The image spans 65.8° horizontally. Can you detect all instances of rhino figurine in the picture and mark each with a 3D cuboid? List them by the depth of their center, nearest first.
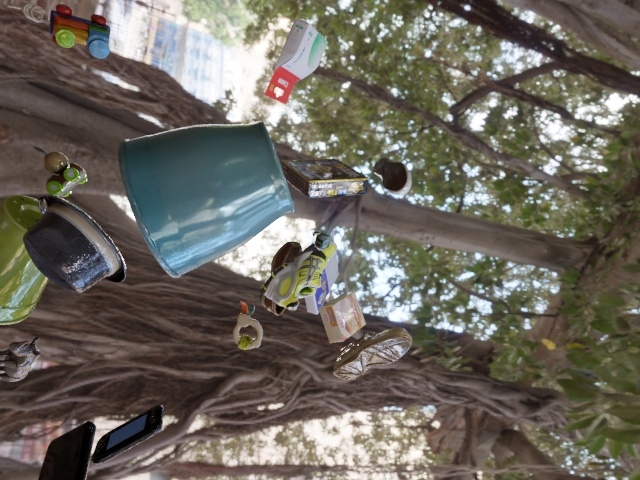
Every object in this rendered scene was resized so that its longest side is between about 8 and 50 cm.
[{"bbox_3d":[-0.842,0.326,1.370,0.243,0.106,0.073,-41,-127,34],"label":"rhino figurine"}]

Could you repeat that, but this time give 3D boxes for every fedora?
[{"bbox_3d":[-0.732,0.035,1.437,0.152,0.334,0.334,-53,-173,-36],"label":"fedora"}]

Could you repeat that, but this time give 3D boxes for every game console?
[{"bbox_3d":[-0.576,0.539,1.309,0.043,0.362,0.213,62,-1,-30],"label":"game console"}]

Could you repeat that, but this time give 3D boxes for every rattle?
[{"bbox_3d":[-0.302,0.353,2.092,0.143,0.130,0.199,10,67,-75],"label":"rattle"}]

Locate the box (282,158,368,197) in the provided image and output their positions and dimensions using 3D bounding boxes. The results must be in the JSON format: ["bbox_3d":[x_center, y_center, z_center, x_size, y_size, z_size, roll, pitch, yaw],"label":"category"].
[{"bbox_3d":[0.011,-0.262,2.038,0.322,0.257,0.079,-135,-135,-58],"label":"box"}]

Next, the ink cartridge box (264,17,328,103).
[{"bbox_3d":[-0.068,-0.508,1.446,0.224,0.056,0.181,-67,167,12],"label":"ink cartridge box"}]

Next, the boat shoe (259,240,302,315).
[{"bbox_3d":[-0.138,0.159,1.991,0.120,0.123,0.323,45,-56,41],"label":"boat shoe"}]

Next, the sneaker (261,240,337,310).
[{"bbox_3d":[-0.051,0.127,1.837,0.147,0.385,0.145,42,-40,10],"label":"sneaker"}]

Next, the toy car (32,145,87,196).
[{"bbox_3d":[-0.979,-0.266,1.817,0.149,0.188,0.155,-42,-169,-9],"label":"toy car"}]

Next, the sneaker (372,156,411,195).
[{"bbox_3d":[0.285,-0.216,1.773,0.106,0.123,0.290,-46,-157,14],"label":"sneaker"}]

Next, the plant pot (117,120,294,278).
[{"bbox_3d":[-0.195,-0.099,0.932,0.271,0.255,0.271,160,-90,-86],"label":"plant pot"}]

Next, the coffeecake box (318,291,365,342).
[{"bbox_3d":[0.086,0.293,1.909,0.068,0.186,0.142,-16,-87,34],"label":"coffeecake box"}]

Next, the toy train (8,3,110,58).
[{"bbox_3d":[-0.693,-0.561,1.322,0.143,0.248,0.105,58,-47,44],"label":"toy train"}]

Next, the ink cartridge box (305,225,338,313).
[{"bbox_3d":[-0.002,0.135,2.335,0.303,0.072,0.307,-57,146,-45],"label":"ink cartridge box"}]

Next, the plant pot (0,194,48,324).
[{"bbox_3d":[-1.087,0.043,1.740,0.353,0.366,0.366,-45,-147,12],"label":"plant pot"}]

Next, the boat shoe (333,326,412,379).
[{"bbox_3d":[0.150,0.320,1.482,0.302,0.109,0.098,-42,-154,38],"label":"boat shoe"}]

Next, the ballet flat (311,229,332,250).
[{"bbox_3d":[0.000,0.000,1.647,0.188,0.070,0.070,-106,-152,-86],"label":"ballet flat"}]
